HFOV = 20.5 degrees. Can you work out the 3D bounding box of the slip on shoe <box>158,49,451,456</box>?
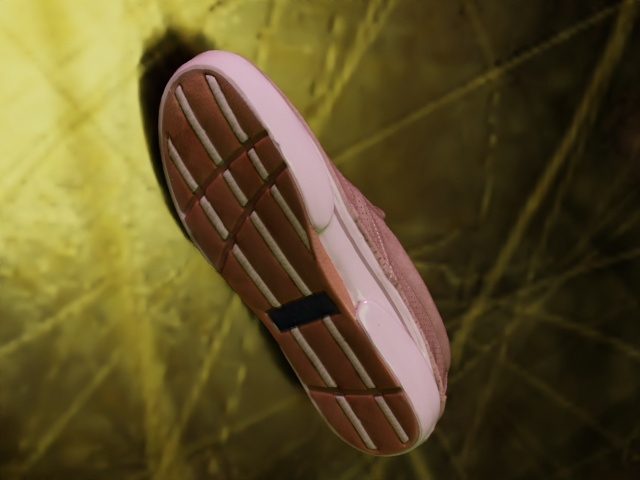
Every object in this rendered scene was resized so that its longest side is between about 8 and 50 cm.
[{"bbox_3d":[0.000,0.000,0.522,0.135,0.051,0.041,57,43,-17],"label":"slip on shoe"}]
